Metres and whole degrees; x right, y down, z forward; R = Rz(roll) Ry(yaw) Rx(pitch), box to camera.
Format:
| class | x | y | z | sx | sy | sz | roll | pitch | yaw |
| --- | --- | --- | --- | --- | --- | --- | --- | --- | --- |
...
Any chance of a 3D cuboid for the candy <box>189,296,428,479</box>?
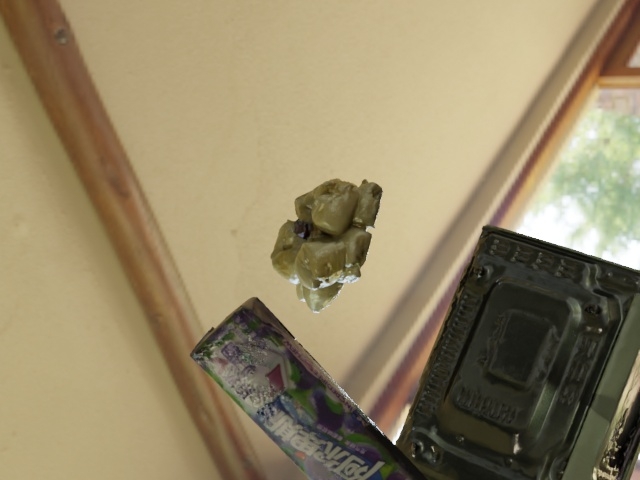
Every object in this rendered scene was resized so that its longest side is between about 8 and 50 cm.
| class | x | y | z | sx | sy | sz | roll | pitch | yaw |
| --- | --- | --- | --- | --- | --- | --- | --- | --- | --- |
| candy | 0.000 | 0.197 | 1.090 | 0.088 | 0.312 | 0.061 | -44 | -2 | 10 |

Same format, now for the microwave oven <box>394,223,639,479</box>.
| class | x | y | z | sx | sy | sz | roll | pitch | yaw |
| --- | --- | --- | --- | --- | --- | --- | --- | --- | --- |
| microwave oven | 0.274 | 0.193 | 1.325 | 0.218 | 0.286 | 0.355 | 33 | -101 | -58 |

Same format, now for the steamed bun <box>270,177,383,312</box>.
| class | x | y | z | sx | sy | sz | roll | pitch | yaw |
| --- | --- | --- | --- | --- | --- | --- | --- | --- | --- |
| steamed bun | 0.000 | 0.000 | 1.430 | 0.177 | 0.106 | 0.192 | 167 | 122 | -78 |
